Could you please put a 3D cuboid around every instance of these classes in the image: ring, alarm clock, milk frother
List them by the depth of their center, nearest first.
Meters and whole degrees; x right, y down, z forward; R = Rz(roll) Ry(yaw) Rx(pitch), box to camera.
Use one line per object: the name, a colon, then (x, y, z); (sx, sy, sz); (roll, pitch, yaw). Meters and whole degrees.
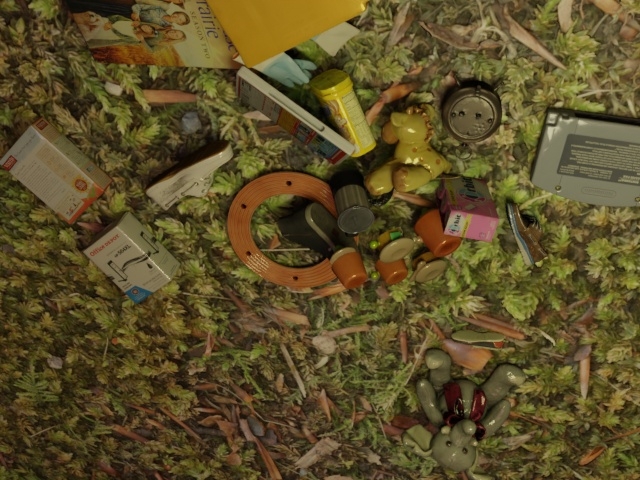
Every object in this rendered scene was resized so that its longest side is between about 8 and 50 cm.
alarm clock: (0.326, -0.260, 1.540); (0.129, 0.064, 0.192); (9, 126, 5)
milk frother: (0.104, -0.086, 1.627); (0.143, 0.135, 0.129); (-16, 137, 6)
ring: (-0.069, -0.025, 1.777); (0.336, 0.032, 0.337); (5, 122, 9)

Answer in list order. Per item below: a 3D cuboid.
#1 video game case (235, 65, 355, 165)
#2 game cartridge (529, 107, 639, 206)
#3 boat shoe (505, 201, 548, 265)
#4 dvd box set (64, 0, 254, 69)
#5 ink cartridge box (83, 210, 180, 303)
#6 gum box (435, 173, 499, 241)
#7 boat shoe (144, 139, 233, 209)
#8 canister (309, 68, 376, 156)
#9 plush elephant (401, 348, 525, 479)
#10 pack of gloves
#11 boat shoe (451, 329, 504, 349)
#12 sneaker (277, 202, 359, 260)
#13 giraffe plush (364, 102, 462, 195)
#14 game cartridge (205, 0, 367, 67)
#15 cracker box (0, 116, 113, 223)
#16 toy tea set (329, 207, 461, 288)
video game case: (-0.061, -0.263, 1.530); (0.285, 0.204, 0.025); (35, 85, -6)
game cartridge: (0.621, -0.173, 1.541); (0.297, 0.062, 0.198); (9, 127, 5)
boat shoe: (0.486, -0.024, 1.657); (0.066, 0.066, 0.183); (-20, 125, 16)
dvd box set: (-0.324, -0.488, 1.432); (0.420, 0.062, 0.308); (7, 144, 15)
ink cartridge box: (-0.500, 0.046, 1.871); (0.148, 0.086, 0.203); (-32, 111, 26)
gum box: (0.324, -0.079, 1.579); (0.107, 0.188, 0.062); (9, 122, -4)
boat shoe: (-0.302, -0.153, 1.709); (0.277, 0.098, 0.096); (-23, 115, 33)
canister: (0.051, -0.277, 1.542); (0.073, 0.126, 0.170); (-30, 118, -6)
plush elephant: (0.366, 0.491, 1.877); (0.271, 0.255, 0.330); (17, 123, 0)
pack of gloves: (-0.036, -0.386, 1.435); (0.195, 0.232, 0.046); (-37, 69, 23)
boat shoe: (0.413, 0.265, 1.856); (0.136, 0.049, 0.043); (2, 124, 4)
sneaker: (0.000, 0.000, 1.728); (0.118, 0.083, 0.222); (-14, 127, 40)
giraffe plush: (0.192, -0.207, 1.548); (0.210, 0.181, 0.171); (-9, 103, 20)
game cartridge: (-0.090, -0.501, 1.235); (0.285, 0.053, 0.324); (-20, 124, 20)
cracker box: (-0.665, -0.174, 1.778); (0.155, 0.067, 0.232); (-36, 110, 27)
toy tea set: (0.175, 0.009, 1.650); (0.335, 0.124, 0.200); (-4, 143, -33)
